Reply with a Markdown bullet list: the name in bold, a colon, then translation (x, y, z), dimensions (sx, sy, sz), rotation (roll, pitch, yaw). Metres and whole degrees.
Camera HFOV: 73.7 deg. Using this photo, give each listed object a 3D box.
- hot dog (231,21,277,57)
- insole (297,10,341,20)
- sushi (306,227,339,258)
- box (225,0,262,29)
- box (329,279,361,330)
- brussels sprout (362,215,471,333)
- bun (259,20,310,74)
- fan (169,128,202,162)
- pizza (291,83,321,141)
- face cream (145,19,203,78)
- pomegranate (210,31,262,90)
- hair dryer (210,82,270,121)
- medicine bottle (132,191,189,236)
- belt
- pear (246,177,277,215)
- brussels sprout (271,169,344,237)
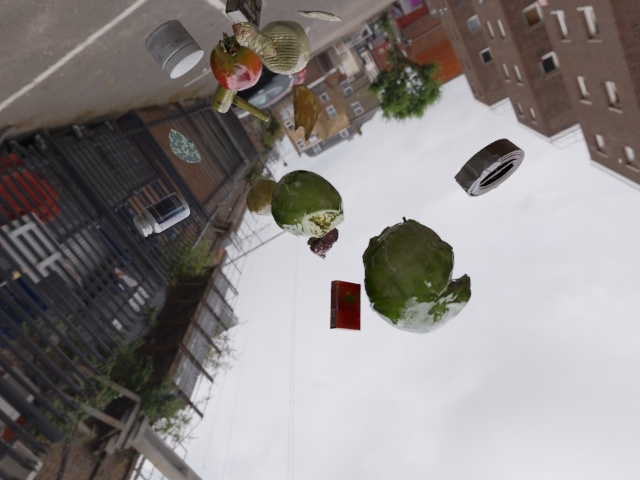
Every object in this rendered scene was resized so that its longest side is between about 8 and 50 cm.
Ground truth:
- **hot dog**: translation (-0.222, -0.674, 1.432), dimensions (0.078, 0.169, 0.061), rotation (-48, -151, 25)
- **insole**: translation (-0.009, -0.838, 1.592), dimensions (0.081, 0.011, 0.248), rotation (4, -157, -38)
- **sushi**: translation (0.011, -0.015, 2.065), dimensions (0.161, 0.108, 0.241), rotation (-55, -168, 10)
- **box**: translation (-0.383, -1.244, 2.186), dimensions (0.084, 0.309, 0.198), rotation (1, 168, 22)
- **box**: translation (0.090, 0.237, 1.542), dimensions (0.048, 0.112, 0.175), rotation (-24, -122, 54)
- **brussels sprout**: translation (0.334, 0.157, 1.603), dimensions (0.361, 0.425, 0.342), rotation (-50, -163, -22)
- **bun**: translation (-0.133, -0.702, 1.555), dimensions (0.193, 0.178, 0.128), rotation (5, -153, 16)
- **fan**: translation (-0.798, -0.545, 2.496), dimensions (0.131, 0.240, 0.009), rotation (-46, -162, -10)
- **pizza**: translation (-0.069, -0.581, 1.964), dimensions (0.034, 0.181, 0.261), rotation (-4, -102, 44)
- **face cream**: translation (-0.591, -0.775, 1.729), dimensions (0.177, 0.153, 0.177), rotation (-37, -166, 11)
- **pomegranate**: translation (-0.341, -0.720, 1.718), dimensions (0.210, 0.210, 0.235), rotation (-38, 163, -15)
- **hair dryer**: translation (-0.379, -0.646, 2.057), dimensions (0.135, 0.279, 0.090), rotation (-56, -163, 27)
- **medicine bottle**: translation (-0.608, -0.097, 1.632), dimensions (0.192, 0.107, 0.107), rotation (-36, -160, -27)
- **belt**: translation (0.818, -0.347, 2.067), dimensions (0.339, 0.217, 0.122), rotation (-34, -126, -2)
- **pear**: translation (-0.316, -0.233, 2.400), dimensions (0.211, 0.188, 0.228), rotation (-63, 180, -11)
- **brussels sprout**: translation (-0.061, -0.134, 1.771), dimensions (0.268, 0.344, 0.344), rotation (-47, -156, -26)
